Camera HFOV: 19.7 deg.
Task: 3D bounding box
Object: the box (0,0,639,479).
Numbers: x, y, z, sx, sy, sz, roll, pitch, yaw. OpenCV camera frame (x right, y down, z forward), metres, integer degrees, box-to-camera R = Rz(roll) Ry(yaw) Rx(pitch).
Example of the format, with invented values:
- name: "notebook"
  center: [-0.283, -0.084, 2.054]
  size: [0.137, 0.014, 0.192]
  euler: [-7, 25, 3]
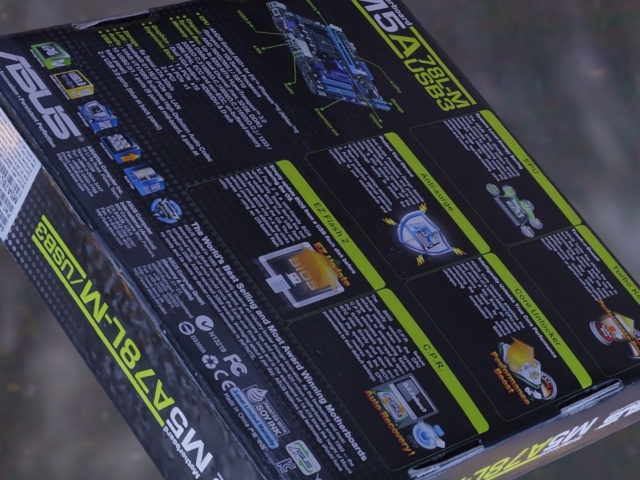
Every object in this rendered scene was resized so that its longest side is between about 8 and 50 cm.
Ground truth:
- name: "box"
  center: [0.000, 0.000, 0.592]
  size: [0.184, 0.191, 0.045]
  euler: [-17, 150, -44]
